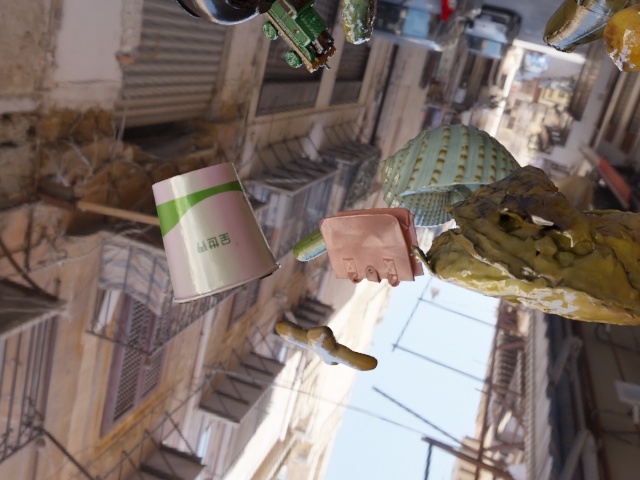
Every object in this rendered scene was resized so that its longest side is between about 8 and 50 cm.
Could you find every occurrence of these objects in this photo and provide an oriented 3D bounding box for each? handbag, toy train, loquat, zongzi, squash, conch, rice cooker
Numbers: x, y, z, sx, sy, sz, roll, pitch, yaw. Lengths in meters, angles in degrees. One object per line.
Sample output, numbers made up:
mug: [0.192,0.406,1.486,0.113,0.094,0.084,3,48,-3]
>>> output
handbag: [0.104,0.015,1.413,0.212,0.158,0.059,0,-161,43]
toy train: [-0.046,-0.475,1.511,0.228,0.091,0.136,48,153,-7]
loquat: [0.623,-0.394,1.335,0.137,0.137,0.113,12,-123,-8]
zongzi: [0.746,-0.545,1.727,0.288,0.123,0.260,23,155,-3]
squash: [0.000,0.000,1.913,0.069,0.069,0.238,1,158,-36]
conch: [0.295,-0.151,1.503,0.318,0.215,0.303,-4,169,-7]
rice cooker: [-0.191,-0.562,1.345,0.267,0.267,0.224,-1,-150,-42]

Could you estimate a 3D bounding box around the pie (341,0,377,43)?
pie: [0.061,-0.440,1.107,0.054,0.241,0.240,-1,-165,8]

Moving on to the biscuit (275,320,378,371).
biscuit: [0.012,0.238,1.529,0.164,0.047,0.208,4,155,43]

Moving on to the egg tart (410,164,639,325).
egg tart: [0.224,0.001,0.642,0.296,0.132,0.297,8,-170,-1]

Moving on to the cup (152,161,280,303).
cup: [-0.246,-0.022,1.522,0.253,0.274,0.253,-18,-174,2]
